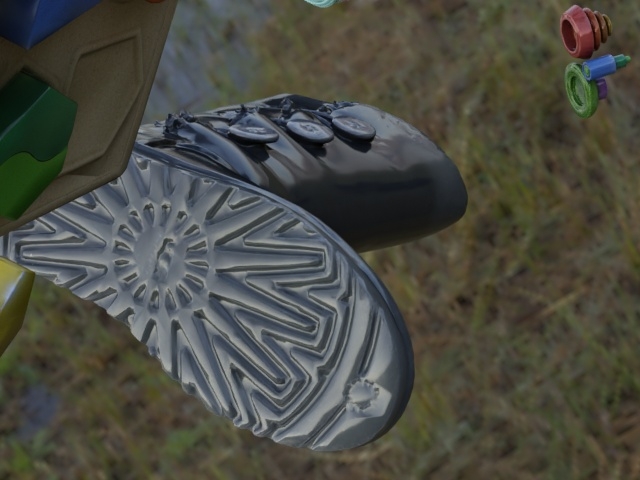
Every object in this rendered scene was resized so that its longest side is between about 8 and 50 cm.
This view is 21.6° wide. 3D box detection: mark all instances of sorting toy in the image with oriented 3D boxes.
[{"bbox_3d":[-0.123,-0.053,0.783,0.229,0.041,0.307,-43,-24,-61],"label":"sorting toy"},{"bbox_3d":[0.242,-0.158,1.468,0.042,0.102,0.061,-16,24,-13],"label":"sorting toy"}]

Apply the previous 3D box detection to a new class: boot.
[{"bbox_3d":[-0.001,-0.001,1.301,0.445,0.367,0.146,-7,-53,-63],"label":"boot"}]

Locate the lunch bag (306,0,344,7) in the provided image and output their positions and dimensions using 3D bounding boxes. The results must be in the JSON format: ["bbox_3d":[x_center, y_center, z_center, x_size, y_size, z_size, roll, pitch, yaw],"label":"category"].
[{"bbox_3d":[-0.014,-0.432,1.960,0.108,0.279,0.224,-24,-25,-41],"label":"lunch bag"}]
